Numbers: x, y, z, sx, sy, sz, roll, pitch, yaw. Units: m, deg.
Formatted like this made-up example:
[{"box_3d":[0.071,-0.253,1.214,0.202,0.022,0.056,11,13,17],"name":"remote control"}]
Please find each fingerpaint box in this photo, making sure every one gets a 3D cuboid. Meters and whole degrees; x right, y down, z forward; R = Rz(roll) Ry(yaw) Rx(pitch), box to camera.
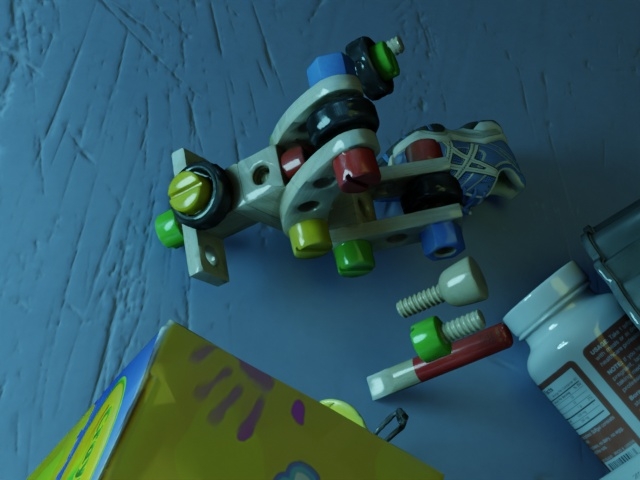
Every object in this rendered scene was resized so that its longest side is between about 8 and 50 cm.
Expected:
[{"box_3d":[-0.148,0.315,0.593,0.163,0.371,0.445,31,52,-11],"name":"fingerpaint box"}]

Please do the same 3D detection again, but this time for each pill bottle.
[{"box_3d":[0.278,0.130,1.219,0.121,0.121,0.216,-29,76,-42],"name":"pill bottle"}]

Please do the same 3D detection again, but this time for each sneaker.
[{"box_3d":[0.132,-0.069,1.305,0.211,0.080,0.081,-16,64,-38],"name":"sneaker"}]

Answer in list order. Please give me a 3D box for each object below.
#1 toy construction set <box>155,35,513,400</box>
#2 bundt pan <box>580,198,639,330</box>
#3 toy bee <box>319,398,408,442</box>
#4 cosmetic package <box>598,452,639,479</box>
[{"box_3d":[0.000,0.000,1.132,0.309,0.237,0.257,65,19,1],"name":"toy construction set"},{"box_3d":[0.407,0.075,1.236,0.331,0.124,0.331,43,16,-15],"name":"bundt pan"},{"box_3d":[-0.044,0.180,0.958,0.162,0.195,0.298,41,4,-6],"name":"toy bee"},{"box_3d":[0.387,0.364,0.968,0.327,0.329,0.394,29,48,-11],"name":"cosmetic package"}]
